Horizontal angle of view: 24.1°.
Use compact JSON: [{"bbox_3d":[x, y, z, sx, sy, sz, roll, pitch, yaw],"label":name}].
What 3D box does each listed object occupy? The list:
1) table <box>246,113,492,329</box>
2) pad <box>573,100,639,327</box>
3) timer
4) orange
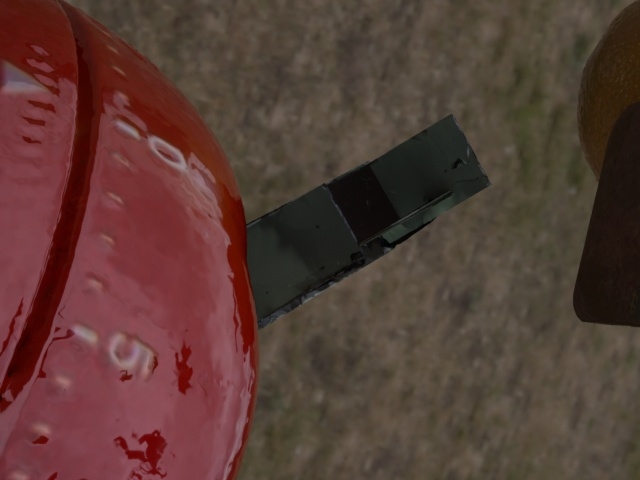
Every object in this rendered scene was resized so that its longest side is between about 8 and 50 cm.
[{"bbox_3d":[0.000,0.000,0.951,0.146,0.175,0.062,-29,90,-48],"label":"table"},{"bbox_3d":[0.261,-0.023,1.062,0.004,0.267,0.181,16,84,-19],"label":"pad"},{"bbox_3d":[-0.210,0.053,0.697,0.279,0.378,0.378,28,80,-31],"label":"timer"},{"bbox_3d":[0.362,-0.120,1.346,0.264,0.264,0.264,-40,140,-45],"label":"orange"}]
